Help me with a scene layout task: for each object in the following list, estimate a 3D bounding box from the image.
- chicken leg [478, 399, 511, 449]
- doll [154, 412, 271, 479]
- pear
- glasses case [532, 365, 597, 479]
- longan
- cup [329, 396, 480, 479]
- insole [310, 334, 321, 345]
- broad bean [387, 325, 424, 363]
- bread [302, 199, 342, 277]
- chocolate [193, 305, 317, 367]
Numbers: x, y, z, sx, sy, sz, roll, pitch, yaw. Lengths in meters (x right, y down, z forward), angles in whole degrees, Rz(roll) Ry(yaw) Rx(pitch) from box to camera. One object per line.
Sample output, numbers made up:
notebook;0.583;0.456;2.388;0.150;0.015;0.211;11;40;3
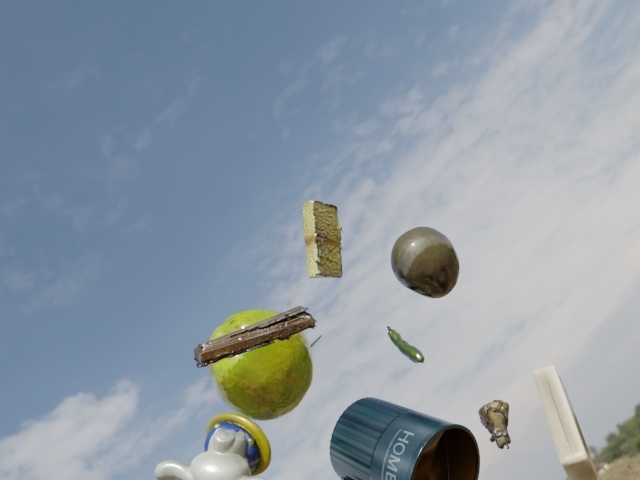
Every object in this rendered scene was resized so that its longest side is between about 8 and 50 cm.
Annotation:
chicken leg;0.481;0.494;1.751;0.080;0.125;0.196;-9;-14;5
doll;-0.194;0.512;1.530;0.242;0.311;0.159;2;-82;-58
pear;-0.211;0.406;2.190;0.391;0.391;0.391;-32;-31;-22
glasses case;0.719;0.540;1.914;0.076;0.336;0.144;-23;-55;17
longan;0.348;0.077;2.141;0.248;0.248;0.248;-32;-31;-22
cup;0.187;0.552;1.557;0.242;0.292;0.308;11;-92;-39
insole;-0.033;0.453;2.813;0.135;0.002;0.045;-39;-22;-45
broad bean;0.305;0.383;2.307;0.046;0.254;0.065;-19;-66;-16
bread;0.000;0.000;2.211;0.178;0.142;0.266;6;-101;-45
chocolate;-0.171;0.241;1.662;0.329;0.102;0.065;-18;-79;-19
